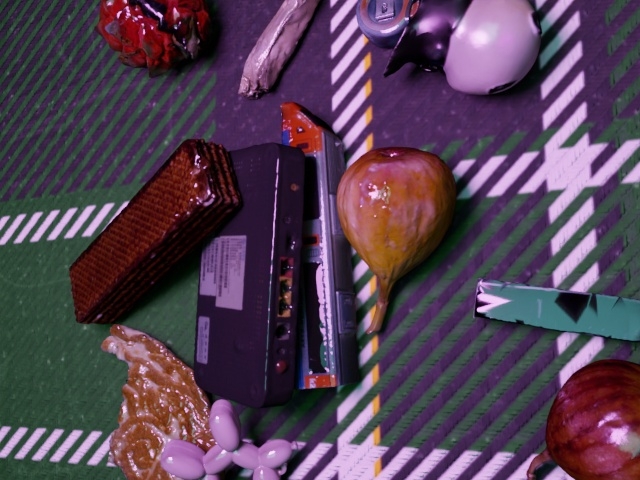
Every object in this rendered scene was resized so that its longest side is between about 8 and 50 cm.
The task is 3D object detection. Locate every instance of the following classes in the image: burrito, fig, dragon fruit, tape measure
[{"bbox_3d":[-0.056,-0.316,1.049,0.229,0.058,0.063,-53,33,9],"label":"burrito"},{"bbox_3d":[0.317,0.208,0.763,0.149,0.148,0.202,-48,25,-25],"label":"fig"},{"bbox_3d":[-0.271,-0.355,1.096,0.189,0.182,0.182,-11,78,22],"label":"dragon fruit"},{"bbox_3d":[0.089,0.005,0.907,0.159,0.159,0.257,15,106,26],"label":"fig"},{"bbox_3d":[0.089,-0.343,0.931,0.104,0.180,0.107,-6,78,7],"label":"tape measure"}]

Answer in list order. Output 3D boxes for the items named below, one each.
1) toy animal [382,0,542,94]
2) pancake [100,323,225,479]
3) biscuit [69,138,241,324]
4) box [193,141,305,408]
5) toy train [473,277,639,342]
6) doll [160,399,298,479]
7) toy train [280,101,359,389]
[{"bbox_3d":[0.193,-0.260,0.894,0.179,0.138,0.166,29,115,17],"label":"toy animal"},{"bbox_3d":[-0.243,0.296,1.054,0.197,0.054,0.376,-28,70,12],"label":"pancake"},{"bbox_3d":[-0.259,-0.002,1.027,0.388,0.073,0.107,-39,58,35],"label":"biscuit"},{"bbox_3d":[-0.104,0.046,0.960,0.211,0.058,0.350,-2,84,55],"label":"box"},{"bbox_3d":[0.316,0.090,0.829,0.252,0.048,0.055,8,81,20],"label":"toy train"},{"bbox_3d":[-0.118,0.306,0.953,0.161,0.059,0.160,-40,104,8],"label":"doll"},{"bbox_3d":[0.000,0.000,0.964,0.089,0.086,0.409,-7,79,23],"label":"toy train"}]
